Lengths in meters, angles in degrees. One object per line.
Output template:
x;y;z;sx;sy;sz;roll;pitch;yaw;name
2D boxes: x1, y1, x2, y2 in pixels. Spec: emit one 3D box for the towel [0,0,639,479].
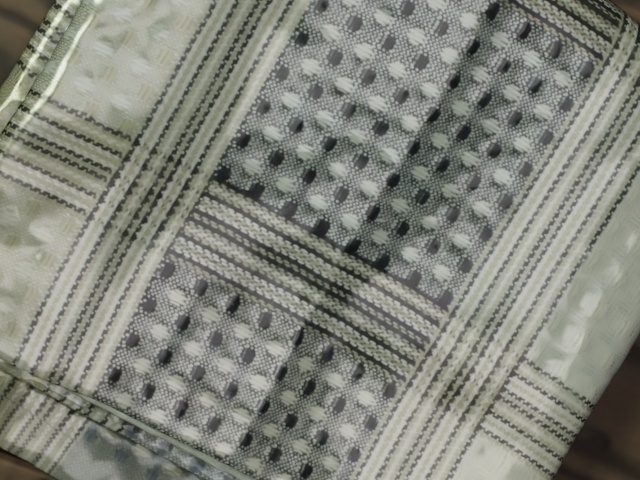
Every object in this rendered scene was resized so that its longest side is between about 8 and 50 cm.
0.000;0.000;0.645;0.312;0.056;0.324;31;96;-16;towel
